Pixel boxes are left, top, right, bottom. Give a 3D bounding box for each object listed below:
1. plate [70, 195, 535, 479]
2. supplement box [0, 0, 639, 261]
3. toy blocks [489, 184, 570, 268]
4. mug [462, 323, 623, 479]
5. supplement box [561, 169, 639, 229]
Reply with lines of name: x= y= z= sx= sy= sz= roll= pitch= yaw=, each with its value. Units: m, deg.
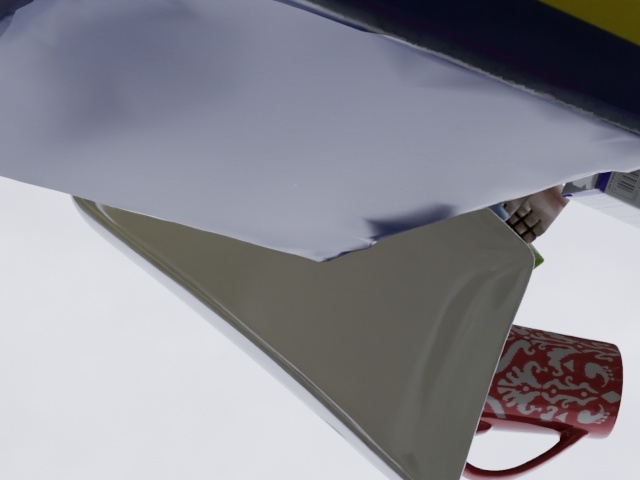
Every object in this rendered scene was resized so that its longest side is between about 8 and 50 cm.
plate: x=0.000 y=0.000 z=0.814 sx=0.278 sy=0.045 sz=0.277 roll=41 pitch=-143 yaw=-7
supplement box: x=-0.004 y=-0.197 z=0.454 sx=0.194 sy=0.195 sz=0.357 roll=-17 pitch=-117 yaw=53
toy blocks: x=0.176 y=0.026 z=1.775 sx=0.191 sy=0.381 sz=0.261 roll=50 pitch=-146 yaw=1
mug: x=0.185 y=0.148 z=1.212 sx=0.169 sy=0.150 sz=0.113 roll=7 pitch=-179 yaw=-3
supplement box: x=0.438 y=-0.070 z=1.650 sx=0.220 sy=0.114 sz=0.111 roll=23 pitch=-97 yaw=-11
